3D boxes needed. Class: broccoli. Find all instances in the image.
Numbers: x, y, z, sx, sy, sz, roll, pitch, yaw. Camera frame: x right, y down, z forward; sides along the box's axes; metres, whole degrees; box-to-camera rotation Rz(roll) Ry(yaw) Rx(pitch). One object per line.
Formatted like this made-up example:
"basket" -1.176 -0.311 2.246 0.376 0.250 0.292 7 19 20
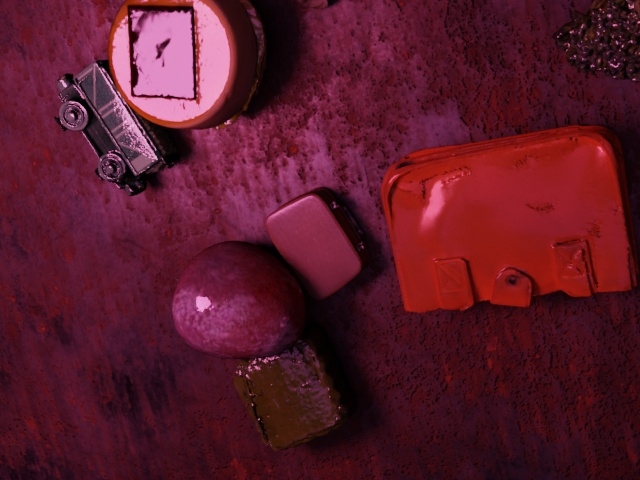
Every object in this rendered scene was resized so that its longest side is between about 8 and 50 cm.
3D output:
"broccoli" 0.520 -0.363 1.489 0.288 0.248 0.246 15 73 23

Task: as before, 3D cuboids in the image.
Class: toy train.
"toy train" -0.397 -0.221 1.840 0.154 0.115 0.269 -32 94 14

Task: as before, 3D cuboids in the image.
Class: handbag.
"handbag" 0.326 -0.031 1.661 0.410 0.116 0.304 -8 102 20
"handbag" 0.000 0.000 1.797 0.151 0.072 0.193 -34 91 23

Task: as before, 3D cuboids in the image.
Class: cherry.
"cherry" -0.164 0.110 1.784 0.285 0.236 0.213 21 150 24

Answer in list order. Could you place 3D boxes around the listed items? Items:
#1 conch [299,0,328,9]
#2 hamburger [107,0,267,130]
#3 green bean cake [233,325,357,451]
"conch" -0.015 -0.506 1.620 0.178 0.163 0.245 -12 131 9
"hamburger" -0.233 -0.335 1.717 0.300 0.176 0.300 5 108 16
"green bean cake" -0.049 0.290 1.870 0.200 0.113 0.214 -26 96 23
